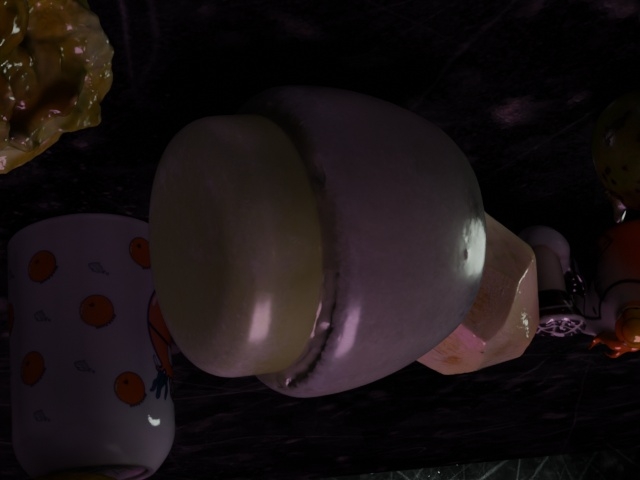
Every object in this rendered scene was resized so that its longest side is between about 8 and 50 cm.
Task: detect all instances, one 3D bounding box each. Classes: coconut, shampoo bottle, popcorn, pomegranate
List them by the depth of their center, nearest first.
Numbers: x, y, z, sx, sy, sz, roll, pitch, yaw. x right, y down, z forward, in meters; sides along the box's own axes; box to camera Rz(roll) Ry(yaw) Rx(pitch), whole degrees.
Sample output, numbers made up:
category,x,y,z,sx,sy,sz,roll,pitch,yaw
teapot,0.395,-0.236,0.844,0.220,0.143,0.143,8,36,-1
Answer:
category,x,y,z,sx,sy,sz,roll,pitch,yaw
popcorn,-0.272,-0.156,0.805,0.184,0.204,0.221,3,180,28
shampoo bottle,0.000,0.000,1.094,0.317,0.322,0.322,-2,157,-29
pomegranate,0.406,-0.118,1.171,0.220,0.156,0.156,-31,148,34
coconut,0.193,0.072,1.427,0.237,0.197,0.237,19,139,18

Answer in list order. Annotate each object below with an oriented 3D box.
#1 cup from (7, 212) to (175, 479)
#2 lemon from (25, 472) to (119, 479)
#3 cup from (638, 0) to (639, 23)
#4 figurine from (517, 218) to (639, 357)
category,x,y,z,sx,sy,sz,roll,pitch,yaw
cup,-0.299,0.152,1.353,0.212,0.317,0.212,-6,157,-2
lemon,-0.306,0.397,1.200,0.310,0.253,0.253,-15,156,12
cup,0.407,-0.167,0.902,0.227,0.257,0.301,-31,137,29
figurine,0.446,0.063,1.535,0.323,0.196,0.320,2,-167,-5
